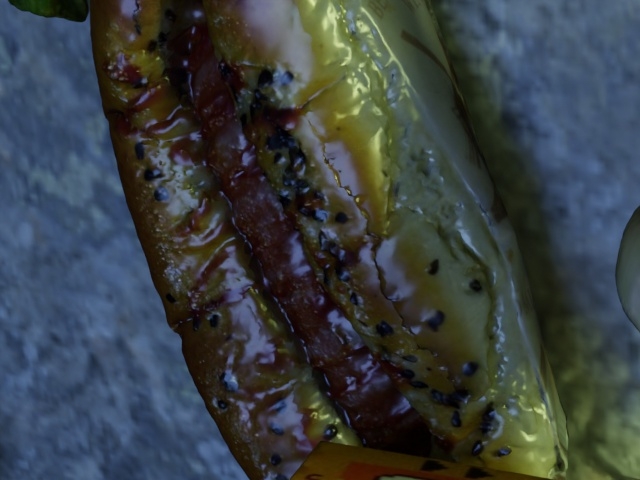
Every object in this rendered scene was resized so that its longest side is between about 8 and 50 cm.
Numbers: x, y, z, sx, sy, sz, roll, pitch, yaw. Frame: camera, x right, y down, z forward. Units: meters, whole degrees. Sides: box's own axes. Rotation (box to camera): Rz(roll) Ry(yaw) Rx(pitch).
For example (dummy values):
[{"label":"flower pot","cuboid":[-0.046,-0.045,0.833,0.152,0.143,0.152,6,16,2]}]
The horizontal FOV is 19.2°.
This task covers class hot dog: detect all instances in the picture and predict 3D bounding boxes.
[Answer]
[{"label":"hot dog","cuboid":[0.000,0.000,0.640,0.144,0.075,0.268,-17,103,38]}]

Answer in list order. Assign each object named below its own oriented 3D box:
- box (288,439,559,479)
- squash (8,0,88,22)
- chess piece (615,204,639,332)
[{"label":"box","cuboid":[0.093,0.214,0.508,0.283,0.259,0.214,8,118,15]},{"label":"squash","cuboid":[-0.139,-0.163,0.673,0.075,0.090,0.200,-37,101,12]},{"label":"chess piece","cuboid":[0.160,-0.147,0.426,0.117,0.117,0.397,24,122,27]}]
